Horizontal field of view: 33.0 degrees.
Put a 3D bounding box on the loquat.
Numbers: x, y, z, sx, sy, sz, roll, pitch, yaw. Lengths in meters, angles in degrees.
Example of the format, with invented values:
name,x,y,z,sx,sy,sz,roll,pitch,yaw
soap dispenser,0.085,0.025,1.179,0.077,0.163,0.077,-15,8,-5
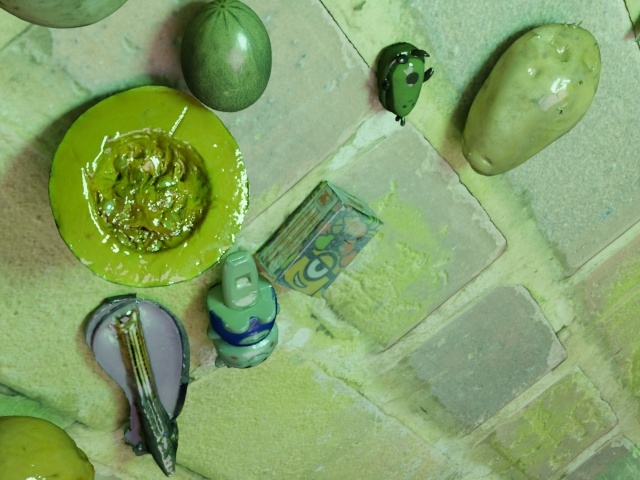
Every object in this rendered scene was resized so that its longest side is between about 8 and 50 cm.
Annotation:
name,x,y,z,sx,sy,sz,roll,pitch,yaw
loquat,-0.409,0.339,1.406,0.238,0.193,0.238,-24,150,-15

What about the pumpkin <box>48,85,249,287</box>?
name,x,y,z,sx,sy,sz,roll,pitch,yaw
pumpkin,-0.196,-0.051,1.195,0.217,0.217,0.110,-20,-177,-22

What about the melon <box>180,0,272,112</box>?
name,x,y,z,sx,sy,sz,roll,pitch,yaw
melon,-0.100,-0.195,1.143,0.098,0.098,0.130,-21,138,-21

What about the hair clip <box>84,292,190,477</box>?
name,x,y,z,sx,sy,sz,roll,pitch,yaw
hair clip,-0.238,0.195,1.505,0.110,0.095,0.358,2,131,6

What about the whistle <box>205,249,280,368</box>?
name,x,y,z,sx,sy,sz,roll,pitch,yaw
whistle,-0.104,0.103,1.479,0.110,0.092,0.244,-18,142,-17

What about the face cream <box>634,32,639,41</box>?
name,x,y,z,sx,sy,sz,roll,pitch,yaw
face cream,0.555,-0.412,1.470,0.137,0.084,0.341,-19,149,-38

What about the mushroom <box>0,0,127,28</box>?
name,x,y,z,sx,sy,sz,roll,pitch,yaw
mushroom,-0.219,-0.280,0.869,0.195,0.189,0.253,-35,148,2

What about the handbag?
name,x,y,z,sx,sy,sz,roll,pitch,yaw
handbag,0.104,-0.197,1.352,0.072,0.047,0.111,-19,139,-21

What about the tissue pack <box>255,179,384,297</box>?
name,x,y,z,sx,sy,sz,roll,pitch,yaw
tissue pack,0.000,0.000,1.477,0.148,0.060,0.109,-48,144,14

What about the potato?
name,x,y,z,sx,sy,sz,roll,pitch,yaw
potato,0.281,-0.183,1.448,0.235,0.128,0.161,-39,141,13
